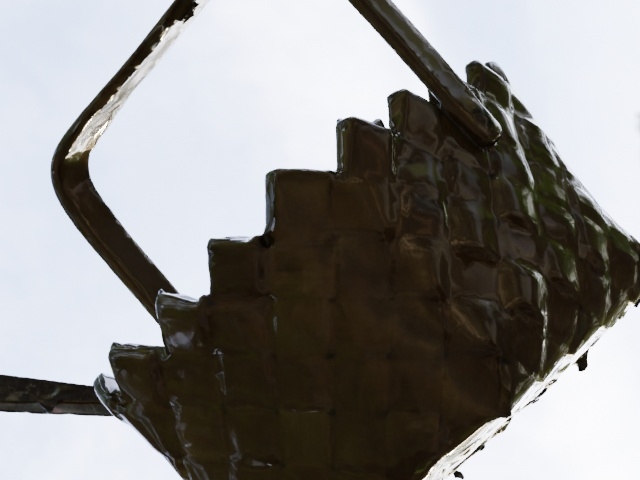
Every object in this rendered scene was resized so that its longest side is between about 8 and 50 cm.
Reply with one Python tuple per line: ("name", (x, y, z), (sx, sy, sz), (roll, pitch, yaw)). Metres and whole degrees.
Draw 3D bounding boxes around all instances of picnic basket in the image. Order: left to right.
("picnic basket", (0.000, 0.000, 0.892), (0.321, 0.254, 0.291), (50, -146, 8))

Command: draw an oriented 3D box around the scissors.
("scissors", (-0.311, 0.114, 1.220), (0.318, 0.024, 0.160), (4, -100, 3))
